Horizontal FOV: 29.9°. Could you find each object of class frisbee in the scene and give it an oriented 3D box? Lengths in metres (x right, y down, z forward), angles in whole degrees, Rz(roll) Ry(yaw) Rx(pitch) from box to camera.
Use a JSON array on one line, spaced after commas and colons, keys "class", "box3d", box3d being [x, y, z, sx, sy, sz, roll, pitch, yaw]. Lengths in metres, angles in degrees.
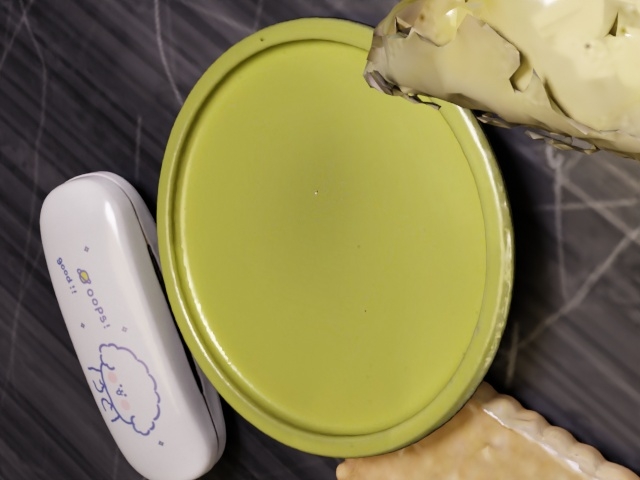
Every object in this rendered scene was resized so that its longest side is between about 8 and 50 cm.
[{"class": "frisbee", "box3d": [0.000, 0.000, 0.635, 0.236, 0.017, 0.236, 7, 102, 38]}]

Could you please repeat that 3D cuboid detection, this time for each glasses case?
[{"class": "glasses case", "box3d": [-0.114, 0.054, 0.731, 0.076, 0.049, 0.197, -14, 97, 36]}]

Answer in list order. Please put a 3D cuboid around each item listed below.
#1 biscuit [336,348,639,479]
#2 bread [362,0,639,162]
[{"class": "biscuit", "box3d": [0.068, 0.188, 0.666, 0.160, 0.030, 0.250, 30, 120, 23]}, {"class": "bread", "box3d": [0.190, -0.138, 0.342, 0.315, 0.248, 0.279, 15, 109, 15]}]
